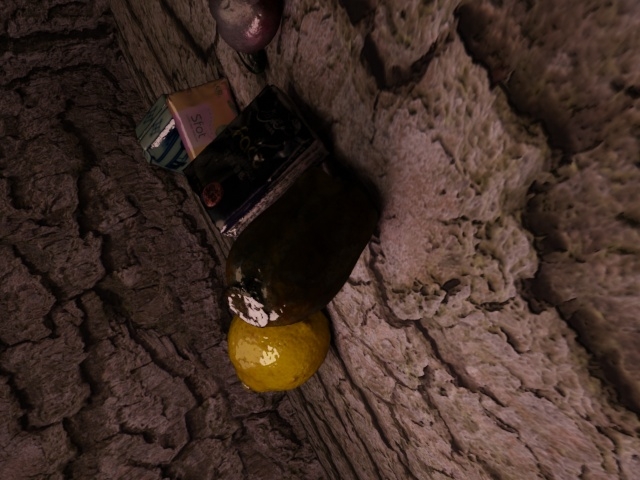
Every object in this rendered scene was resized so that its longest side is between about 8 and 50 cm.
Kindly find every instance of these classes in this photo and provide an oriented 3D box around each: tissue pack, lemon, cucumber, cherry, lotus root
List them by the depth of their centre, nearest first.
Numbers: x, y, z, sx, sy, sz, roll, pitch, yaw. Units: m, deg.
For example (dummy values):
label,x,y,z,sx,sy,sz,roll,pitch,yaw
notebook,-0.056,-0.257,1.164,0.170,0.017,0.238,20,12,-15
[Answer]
label,x,y,z,sx,sy,sz,roll,pitch,yaw
lotus root,-0.047,0.027,0.935,0.251,0.346,0.250,29,149,20
cherry,-0.161,-0.509,0.972,0.176,0.140,0.176,25,135,27
tissue pack,-0.165,-0.195,1.070,0.245,0.332,0.123,55,-167,25
cucumber,-0.206,-0.542,1.132,0.074,0.075,0.241,5,118,66
tissue pack,-0.375,-0.394,1.507,0.123,0.215,0.256,-162,51,-76
lemon,-0.149,0.343,1.527,0.350,0.387,0.350,38,165,12

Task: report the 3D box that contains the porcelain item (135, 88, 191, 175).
label,x,y,z,sx,sy,sz,roll,pitch,yaw
porcelain item,-0.520,-0.397,1.677,0.286,0.281,0.157,20,-146,-56

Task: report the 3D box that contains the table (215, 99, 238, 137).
label,x,y,z,sx,sy,sz,roll,pitch,yaw
table,-0.197,-0.291,1.258,0.198,0.167,0.166,56,157,25
